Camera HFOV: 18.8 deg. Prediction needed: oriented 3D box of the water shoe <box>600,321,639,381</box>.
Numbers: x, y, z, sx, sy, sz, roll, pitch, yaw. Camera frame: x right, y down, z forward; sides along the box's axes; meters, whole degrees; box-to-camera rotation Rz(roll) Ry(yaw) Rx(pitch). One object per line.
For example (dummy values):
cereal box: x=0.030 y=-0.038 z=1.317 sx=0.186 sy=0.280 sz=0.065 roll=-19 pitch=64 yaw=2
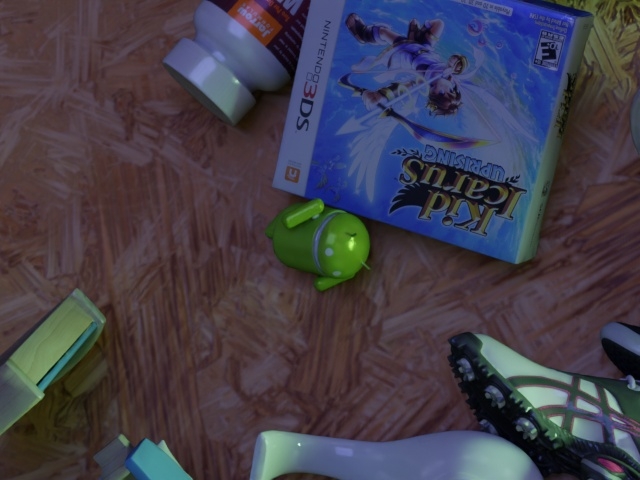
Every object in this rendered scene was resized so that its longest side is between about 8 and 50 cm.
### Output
water shoe: x=0.357 y=0.111 z=1.769 sx=0.203 sy=0.073 sz=0.080 roll=25 pitch=68 yaw=14

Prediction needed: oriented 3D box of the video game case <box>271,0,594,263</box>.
video game case: x=0.103 y=-0.132 z=1.869 sx=0.269 sy=0.061 sz=0.244 roll=18 pitch=106 yaw=21

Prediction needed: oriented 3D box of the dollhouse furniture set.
dollhouse furniture set: x=-0.243 y=0.257 z=1.884 sx=0.286 sy=0.198 sz=0.303 roll=-40 pitch=96 yaw=22

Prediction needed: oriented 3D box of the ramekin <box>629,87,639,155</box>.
ramekin: x=0.420 y=-0.096 z=1.722 sx=0.273 sy=0.273 sz=0.127 roll=29 pitch=67 yaw=23

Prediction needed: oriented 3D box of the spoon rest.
spoon rest: x=0.077 y=0.227 z=1.792 sx=0.276 sy=0.084 sz=0.137 roll=14 pitch=101 yaw=13

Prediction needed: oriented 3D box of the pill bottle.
pill bottle: x=-0.052 y=-0.231 z=1.975 sx=0.121 sy=0.121 sz=0.221 roll=39 pitch=84 yaw=24

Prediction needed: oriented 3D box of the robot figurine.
robot figurine: x=0.000 y=0.000 z=1.895 sx=0.115 sy=0.101 sz=0.067 roll=14 pitch=49 yaw=42

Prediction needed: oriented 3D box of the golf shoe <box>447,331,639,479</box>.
golf shoe: x=0.236 y=0.165 z=1.775 sx=0.273 sy=0.105 sz=0.120 roll=40 pitch=67 yaw=20
